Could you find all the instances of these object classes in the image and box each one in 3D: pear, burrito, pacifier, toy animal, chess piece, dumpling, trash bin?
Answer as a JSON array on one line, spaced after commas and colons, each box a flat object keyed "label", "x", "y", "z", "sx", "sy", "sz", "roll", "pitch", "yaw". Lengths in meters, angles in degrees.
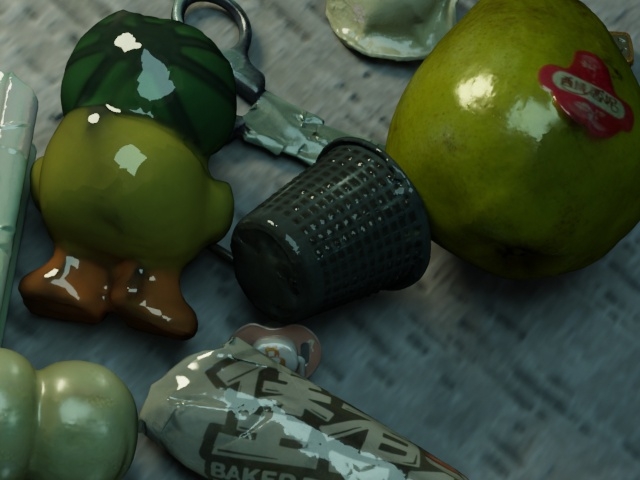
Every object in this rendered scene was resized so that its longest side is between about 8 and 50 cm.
[{"label": "pear", "x": 0.218, "y": -0.125, "z": 1.952, "sx": 0.287, "sy": 0.287, "sz": 0.375, "roll": 7, "pitch": 54, "yaw": -6}, {"label": "burrito", "x": 0.035, "y": 0.238, "z": 1.817, "sx": 0.445, "sy": 0.101, "sz": 0.139, "roll": 28, "pitch": 70, "yaw": 5}, {"label": "pacifier", "x": -0.049, "y": 0.114, "z": 1.903, "sx": 0.099, "sy": 0.081, "sz": 0.078, "roll": 0, "pitch": 28, "yaw": -3}, {"label": "toy animal", "x": -0.191, "y": -0.080, "z": 1.879, "sx": 0.216, "sy": 0.191, "sz": 0.338, "roll": 8, "pitch": 73, "yaw": 8}, {"label": "chess piece", "x": -0.341, "y": 0.170, "z": 1.763, "sx": 0.330, "sy": 0.182, "sz": 0.182, "roll": 6, "pitch": 60, "yaw": -13}, {"label": "dumpling", "x": 0.103, "y": -0.275, "z": 2.119, "sx": 0.169, "sy": 0.100, "sz": 0.134, "roll": -23, "pitch": 82, "yaw": -18}, {"label": "trash bin", "x": 0.000, "y": 0.000, "z": 1.884, "sx": 0.161, "sy": 0.175, "sz": 0.175, "roll": -28, "pitch": 69, "yaw": -36}]

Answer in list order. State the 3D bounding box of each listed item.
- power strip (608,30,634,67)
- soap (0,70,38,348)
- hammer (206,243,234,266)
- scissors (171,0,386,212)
[{"label": "power strip", "x": 0.287, "y": -0.224, "z": 2.160, "sx": 0.178, "sy": 0.028, "sz": 0.049, "roll": 2, "pitch": 62, "yaw": -8}, {"label": "soap", "x": -0.410, "y": -0.048, "z": 1.892, "sx": 0.208, "sy": 0.115, "sz": 0.347, "roll": 8, "pitch": 60, "yaw": -5}, {"label": "hammer", "x": -0.160, "y": -0.017, "z": 1.973, "sx": 0.292, "sy": 0.029, "sz": 0.058, "roll": 30, "pitch": 59, "yaw": 10}, {"label": "scissors", "x": -0.034, "y": -0.127, "z": 2.050, "sx": 0.383, "sy": 0.029, "sz": 0.256, "roll": 24, "pitch": 59, "yaw": 3}]
